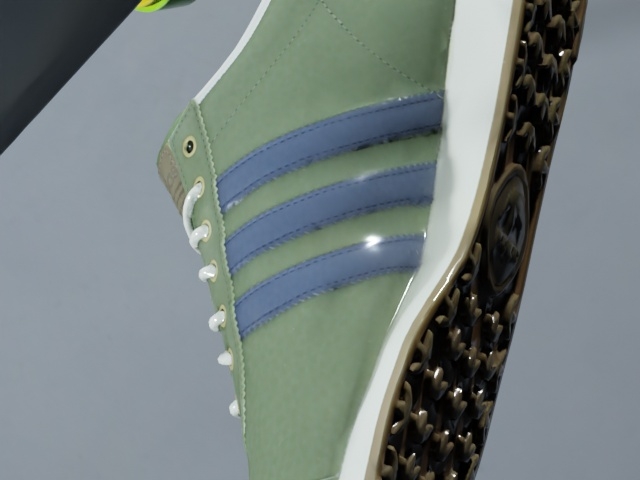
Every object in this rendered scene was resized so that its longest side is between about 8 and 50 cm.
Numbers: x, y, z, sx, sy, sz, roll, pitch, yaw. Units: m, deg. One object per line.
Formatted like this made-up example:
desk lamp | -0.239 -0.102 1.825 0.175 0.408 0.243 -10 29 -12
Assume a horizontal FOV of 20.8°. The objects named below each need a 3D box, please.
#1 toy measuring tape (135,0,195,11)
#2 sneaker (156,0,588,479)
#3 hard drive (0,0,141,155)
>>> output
toy measuring tape | -0.185 -0.240 1.588 0.121 0.330 0.121 19 59 -35
sneaker | 0.000 0.000 0.407 0.064 0.086 0.192 45 57 -61
hard drive | -0.199 -0.112 0.754 0.307 0.040 0.203 -49 129 -5
